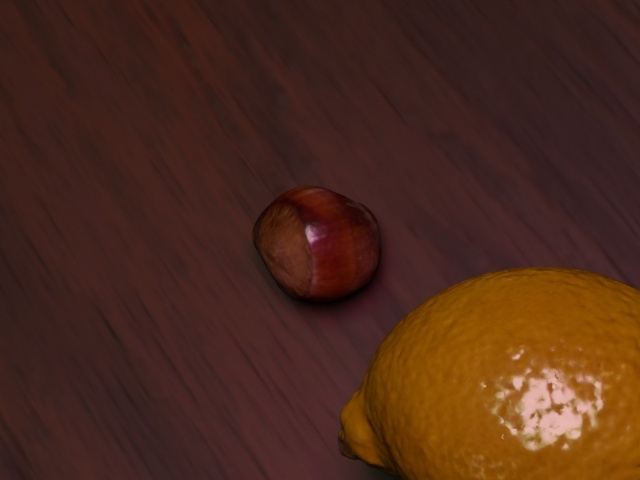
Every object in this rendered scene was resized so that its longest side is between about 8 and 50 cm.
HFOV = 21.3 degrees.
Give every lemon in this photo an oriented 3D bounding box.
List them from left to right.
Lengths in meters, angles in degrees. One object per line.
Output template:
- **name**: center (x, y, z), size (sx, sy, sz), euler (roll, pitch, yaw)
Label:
- **lemon**: center (0.129, 0.104, 0.979), size (0.244, 0.187, 0.187), euler (2, 69, 19)

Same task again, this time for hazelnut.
- **hazelnut**: center (0.000, 0.000, 1.113), size (0.086, 0.086, 0.086), euler (-4, 68, 11)
